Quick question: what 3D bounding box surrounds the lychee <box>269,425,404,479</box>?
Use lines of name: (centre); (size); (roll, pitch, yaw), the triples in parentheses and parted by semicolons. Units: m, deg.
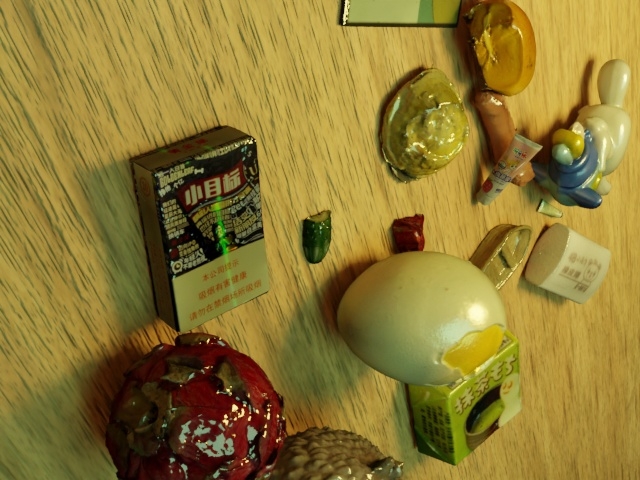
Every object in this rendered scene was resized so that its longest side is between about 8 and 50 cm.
lychee: (-0.003, 0.569, 1.746); (0.432, 0.380, 0.380); (-40, 139, 14)

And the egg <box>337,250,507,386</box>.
egg: (0.205, 0.159, 1.783); (0.344, 0.283, 0.283); (6, 107, -20)

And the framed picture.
framed picture: (0.171, -0.523, 1.612); (0.323, 0.013, 0.244); (-12, 117, -40)

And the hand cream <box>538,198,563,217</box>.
hand cream: (0.597, -0.079, 2.231); (0.102, 0.022, 0.035); (18, 97, -41)

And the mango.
mango: (0.386, -0.396, 1.792); (0.252, 0.126, 0.154); (47, 45, -50)

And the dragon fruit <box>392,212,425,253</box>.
dragon fruit: (0.208, 0.012, 1.875); (0.097, 0.063, 0.131); (-20, 123, -35)

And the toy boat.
toy boat: (0.444, 0.029, 2.109); (0.188, 0.061, 0.116); (-49, 134, -13)

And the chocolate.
chocolate: (0.370, 0.378, 2.157); (0.300, 0.137, 0.289); (-32, 129, -28)

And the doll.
doll: (0.639, -0.210, 2.111); (0.365, 0.187, 0.376); (-39, 122, -37)

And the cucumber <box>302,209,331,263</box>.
cucumber: (0.000, 0.000, 1.694); (0.067, 0.035, 0.108); (-23, 126, -36)

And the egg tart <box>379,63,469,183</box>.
egg tart: (0.228, -0.227, 1.759); (0.231, 0.098, 0.252); (-19, 126, -32)

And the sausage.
sausage: (0.414, -0.232, 1.942); (0.078, 0.078, 0.304); (-47, 132, -16)

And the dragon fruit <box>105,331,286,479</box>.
dragon fruit: (-0.211, 0.322, 1.465); (0.329, 0.329, 0.330); (-21, 123, -35)

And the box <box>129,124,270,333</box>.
box: (-0.197, -0.019, 1.462); (0.198, 0.084, 0.310); (-25, 126, -33)

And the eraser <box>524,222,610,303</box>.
eraser: (0.671, 0.065, 2.321); (0.270, 0.094, 0.174); (20, 98, -46)

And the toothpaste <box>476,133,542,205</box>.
toothpaste: (0.419, -0.157, 1.943); (0.195, 0.067, 0.043); (-59, -171, 41)
